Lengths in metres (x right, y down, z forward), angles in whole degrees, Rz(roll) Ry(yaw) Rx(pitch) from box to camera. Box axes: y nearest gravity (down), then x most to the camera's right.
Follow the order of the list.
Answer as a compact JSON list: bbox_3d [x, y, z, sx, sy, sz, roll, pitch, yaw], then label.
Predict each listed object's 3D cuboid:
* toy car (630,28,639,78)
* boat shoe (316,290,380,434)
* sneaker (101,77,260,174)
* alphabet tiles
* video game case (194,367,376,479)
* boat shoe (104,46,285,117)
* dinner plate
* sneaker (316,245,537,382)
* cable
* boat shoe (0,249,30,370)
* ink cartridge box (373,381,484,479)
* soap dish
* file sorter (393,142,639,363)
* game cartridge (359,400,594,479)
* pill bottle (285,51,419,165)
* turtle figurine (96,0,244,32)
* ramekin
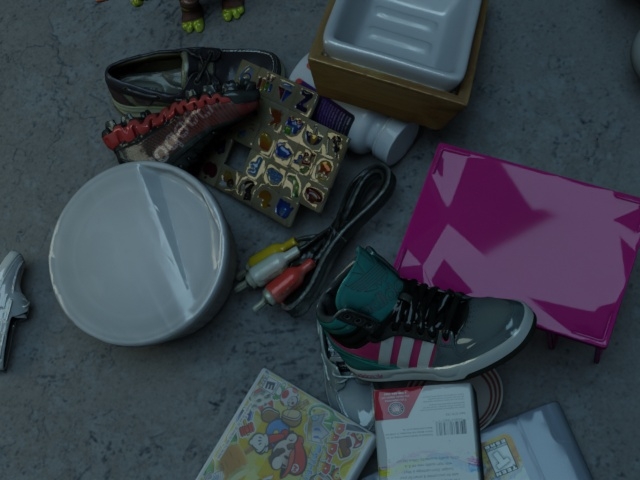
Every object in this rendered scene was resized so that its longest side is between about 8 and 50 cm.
[{"bbox_3d":[0.513,-0.302,1.662,0.219,0.210,0.238,17,103,2],"label":"toy car"},{"bbox_3d":[0.035,0.175,1.609,0.079,0.081,0.228,-16,69,5],"label":"boat shoe"},{"bbox_3d":[-0.199,-0.156,1.736,0.276,0.097,0.135,-18,93,25],"label":"sneaker"},{"bbox_3d":[-0.067,-0.140,1.710,0.237,0.009,0.198,28,101,31],"label":"alphabet tiles"},{"bbox_3d":[-0.058,0.318,1.576,0.206,0.026,0.227,27,81,30],"label":"video game case"},{"bbox_3d":[-0.201,-0.256,1.799,0.285,0.092,0.103,-4,70,9],"label":"boat shoe"},{"bbox_3d":[0.184,0.218,1.583,0.141,0.017,0.141,-11,48,13],"label":"dinner plate"},{"bbox_3d":[0.107,0.081,1.433,0.295,0.178,0.124,-14,40,40],"label":"sneaker"},{"bbox_3d":[0.000,0.000,1.658,0.287,0.072,0.139,-44,37,6],"label":"cable"},{"bbox_3d":[-0.475,0.108,1.741,0.063,0.066,0.184,15,71,1],"label":"boat shoe"},{"bbox_3d":[0.142,0.280,1.467,0.128,0.127,0.176,-5,75,9],"label":"ink cartridge box"},{"bbox_3d":[0.117,-0.297,1.675,0.228,0.118,0.291,16,46,1],"label":"soap dish"},{"bbox_3d":[0.274,0.028,1.563,0.290,0.182,0.202,17,76,17],"label":"file sorter"},{"bbox_3d":[0.220,0.358,1.527,0.297,0.062,0.198,-23,64,2],"label":"game cartridge"},{"bbox_3d":[0.049,-0.197,1.724,0.193,0.108,0.108,37,81,20],"label":"pill bottle"},{"bbox_3d":[-0.211,-0.410,1.788,0.269,0.217,0.087,-29,68,0],"label":"turtle figurine"},{"bbox_3d":[-0.245,0.027,1.672,0.272,0.127,0.273,-3,79,15],"label":"ramekin"}]
